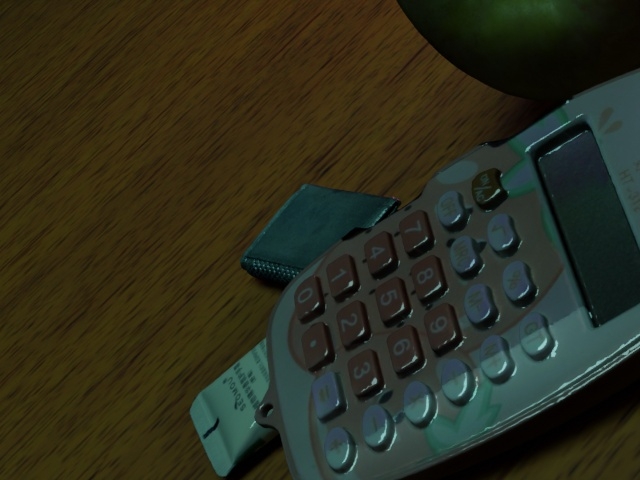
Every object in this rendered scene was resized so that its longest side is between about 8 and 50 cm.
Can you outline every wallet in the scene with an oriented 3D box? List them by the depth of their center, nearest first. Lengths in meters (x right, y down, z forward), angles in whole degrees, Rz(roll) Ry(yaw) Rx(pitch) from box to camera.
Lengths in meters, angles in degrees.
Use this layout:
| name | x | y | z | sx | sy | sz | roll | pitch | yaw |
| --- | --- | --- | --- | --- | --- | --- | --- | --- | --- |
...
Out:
| name | x | y | z | sx | sy | sz | roll | pitch | yaw |
| --- | --- | --- | --- | --- | --- | --- | --- | --- | --- |
| wallet | 0.000 | 0.000 | 1.359 | 0.088 | 0.026 | 0.129 | -48 | 28 | -18 |

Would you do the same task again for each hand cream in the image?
| name | x | y | z | sx | sy | sz | roll | pitch | yaw |
| --- | --- | --- | --- | --- | --- | --- | --- | --- | --- |
| hand cream | 0.030 | 0.046 | 1.210 | 0.276 | 0.059 | 0.095 | -38 | 31 | 4 |

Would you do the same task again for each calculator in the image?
| name | x | y | z | sx | sy | sz | roll | pitch | yaw |
| --- | --- | --- | --- | --- | --- | --- | --- | --- | --- |
| calculator | 0.101 | 0.032 | 1.094 | 0.329 | 0.048 | 0.220 | -29 | 42 | 16 |

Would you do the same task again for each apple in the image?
| name | x | y | z | sx | sy | sz | roll | pitch | yaw |
| --- | --- | --- | --- | --- | --- | --- | --- | --- | --- |
| apple | 0.170 | -0.227 | 1.281 | 0.257 | 0.257 | 0.234 | -16 | 14 | 37 |
